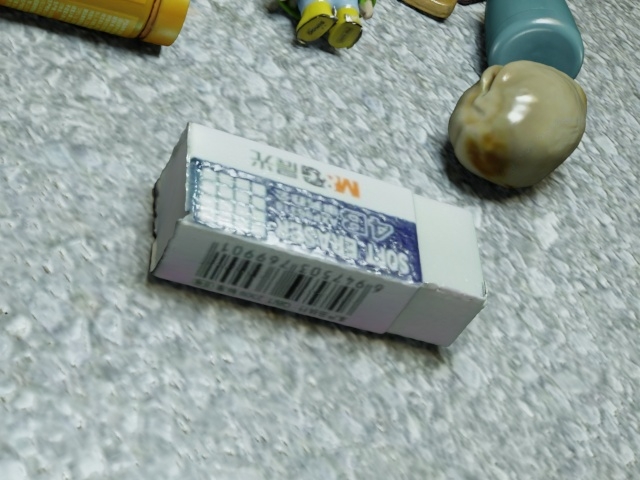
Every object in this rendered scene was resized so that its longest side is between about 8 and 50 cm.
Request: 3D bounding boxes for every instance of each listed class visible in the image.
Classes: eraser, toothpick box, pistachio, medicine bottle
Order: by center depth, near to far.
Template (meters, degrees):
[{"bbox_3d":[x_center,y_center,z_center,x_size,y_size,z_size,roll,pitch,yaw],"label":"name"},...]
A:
[{"bbox_3d":[0.000,0.000,0.922,0.287,0.086,0.130,17,43,-20],"label":"eraser"},{"bbox_3d":[-0.230,-0.259,1.030,0.192,0.096,0.096,10,44,-25],"label":"medicine bottle"},{"bbox_3d":[0.226,-0.130,1.183,0.215,0.144,0.144,-14,57,-50],"label":"pistachio"},{"bbox_3d":[0.274,-0.278,1.376,0.120,0.120,0.184,22,37,-14],"label":"toothpick box"}]

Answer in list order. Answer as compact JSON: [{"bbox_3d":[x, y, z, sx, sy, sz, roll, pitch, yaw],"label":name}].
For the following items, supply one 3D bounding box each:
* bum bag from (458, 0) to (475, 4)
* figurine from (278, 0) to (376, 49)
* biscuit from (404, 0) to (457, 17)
[{"bbox_3d":[0.219,-0.389,1.535,0.159,0.026,0.109,-24,64,-40],"label":"bum bag"},{"bbox_3d":[0.001,-0.347,1.257,0.162,0.143,0.263,6,56,-21],"label":"figurine"},{"bbox_3d":[0.116,-0.384,1.445,0.142,0.029,0.220,-24,63,-38],"label":"biscuit"}]
